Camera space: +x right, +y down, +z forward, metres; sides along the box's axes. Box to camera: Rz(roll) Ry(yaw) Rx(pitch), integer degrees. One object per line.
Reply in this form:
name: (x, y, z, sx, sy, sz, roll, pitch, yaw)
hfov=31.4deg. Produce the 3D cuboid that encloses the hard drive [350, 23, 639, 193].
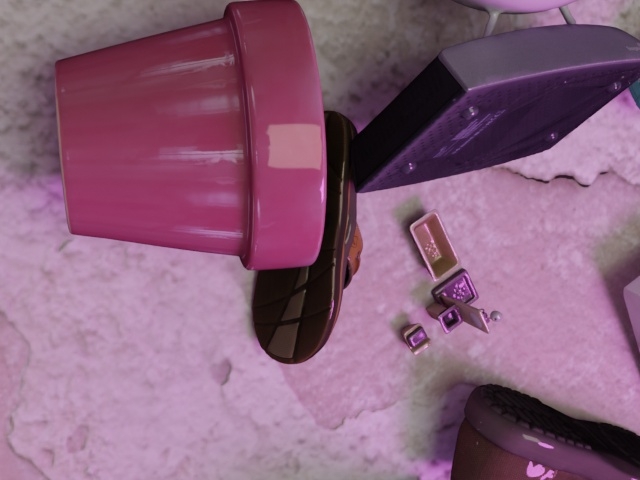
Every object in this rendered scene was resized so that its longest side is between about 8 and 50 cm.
hard drive: (0.152, -0.114, 0.952, 0.255, 0.172, 0.054, -14, 72, -40)

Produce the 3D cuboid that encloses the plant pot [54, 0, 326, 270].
plant pot: (-0.100, -0.075, 0.845, 0.180, 0.201, 0.201, -4, 104, -10)

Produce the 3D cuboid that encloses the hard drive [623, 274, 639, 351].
hard drive: (0.487, 0.042, 1.213, 0.353, 0.047, 0.233, -35, 124, -15)

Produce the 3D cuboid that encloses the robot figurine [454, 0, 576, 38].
robot figurine: (0.153, -0.334, 0.894, 0.300, 0.200, 0.353, -15, 108, -27)

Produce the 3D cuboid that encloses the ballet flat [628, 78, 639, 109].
ballet flat: (0.397, -0.208, 1.108, 0.247, 0.083, 0.087, -31, 74, -13)

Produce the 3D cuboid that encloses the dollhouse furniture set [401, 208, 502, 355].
dollhouse furniture set: (0.109, 0.041, 1.025, 0.091, 0.081, 0.114, -34, 114, -16)

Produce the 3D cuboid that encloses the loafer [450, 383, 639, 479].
loafer: (0.263, 0.254, 1.138, 0.366, 0.134, 0.130, 25, 102, -26)

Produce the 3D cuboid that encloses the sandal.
sandal: (0.000, 0.000, 0.975, 0.060, 0.090, 0.219, 8, 91, -49)
